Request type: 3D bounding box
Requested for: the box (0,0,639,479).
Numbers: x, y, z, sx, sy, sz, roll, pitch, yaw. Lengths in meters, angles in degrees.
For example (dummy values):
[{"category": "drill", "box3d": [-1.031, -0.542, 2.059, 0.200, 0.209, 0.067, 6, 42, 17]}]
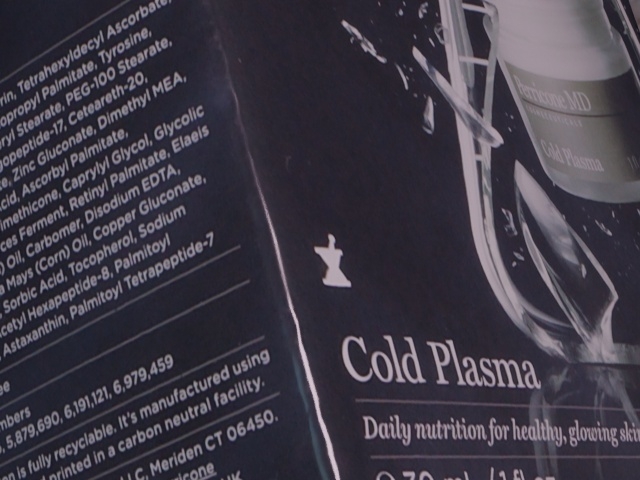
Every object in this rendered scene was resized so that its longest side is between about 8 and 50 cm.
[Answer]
[{"category": "box", "box3d": [0.000, 0.000, 1.192, 0.297, 0.480, 0.472, -29, 68, 33]}]
